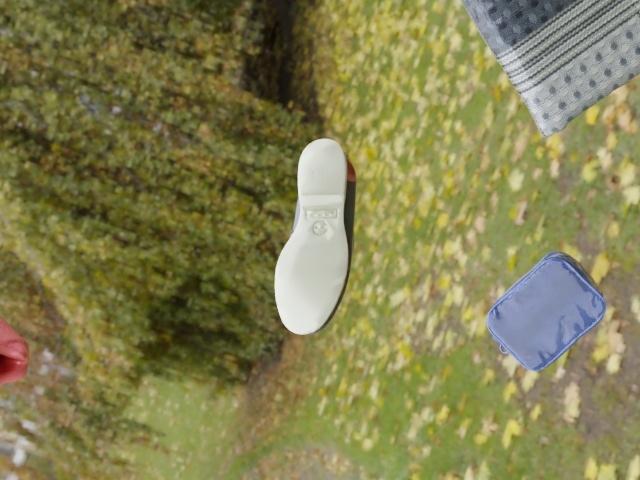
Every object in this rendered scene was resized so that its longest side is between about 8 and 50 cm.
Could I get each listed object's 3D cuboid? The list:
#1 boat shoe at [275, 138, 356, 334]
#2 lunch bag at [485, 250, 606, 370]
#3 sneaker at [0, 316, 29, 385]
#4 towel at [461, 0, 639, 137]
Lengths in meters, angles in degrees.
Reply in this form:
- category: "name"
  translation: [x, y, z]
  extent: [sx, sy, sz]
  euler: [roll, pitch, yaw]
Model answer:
- category: "boat shoe"
  translation: [0.000, 0.000, 0.668]
  extent: [0.043, 0.049, 0.137]
  euler: [61, -147, -69]
- category: "lunch bag"
  translation: [0.184, 0.060, 0.810]
  extent: [0.098, 0.067, 0.065]
  euler: [-43, -8, 15]
- category: "sneaker"
  translation: [-0.427, 0.130, 0.975]
  extent: [0.314, 0.136, 0.116]
  euler: [-21, -50, -52]
- category: "towel"
  translation: [0.260, -0.308, 0.886]
  extent: [0.324, 0.312, 0.056]
  euler: [-34, 13, 3]
